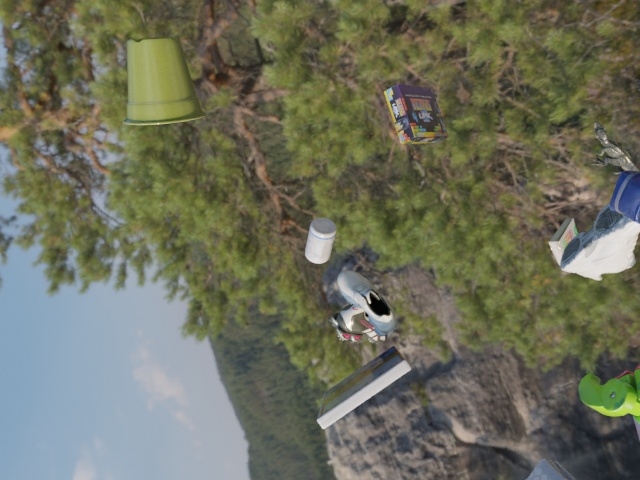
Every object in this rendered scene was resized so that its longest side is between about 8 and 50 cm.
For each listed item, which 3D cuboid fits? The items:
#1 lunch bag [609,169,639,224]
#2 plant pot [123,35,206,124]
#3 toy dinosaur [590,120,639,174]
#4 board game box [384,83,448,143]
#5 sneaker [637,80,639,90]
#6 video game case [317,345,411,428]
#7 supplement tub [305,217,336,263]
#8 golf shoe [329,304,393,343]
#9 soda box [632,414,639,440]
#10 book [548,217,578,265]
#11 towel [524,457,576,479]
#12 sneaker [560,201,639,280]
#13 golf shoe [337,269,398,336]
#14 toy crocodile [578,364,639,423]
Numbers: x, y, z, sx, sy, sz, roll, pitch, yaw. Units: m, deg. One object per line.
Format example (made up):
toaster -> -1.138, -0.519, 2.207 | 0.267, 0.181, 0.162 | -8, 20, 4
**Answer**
lunch bag -> 0.460, -0.060, 0.788 | 0.065, 0.098, 0.067 | -119, 38, -63
plant pot -> -0.162, -0.163, 0.572 | 0.083, 0.083, 0.079 | -129, 34, -66
toy dinosaur -> 0.883, -0.236, 1.680 | 0.268, 0.064, 0.118 | 41, 170, 2
board game box -> 0.246, -0.319, 1.442 | 0.048, 0.170, 0.141 | -20, 85, 42
sneaker -> 1.046, -0.418, 1.673 | 0.237, 0.086, 0.085 | 30, -171, -1
video game case -> 0.089, 0.300, 1.199 | 0.025, 0.204, 0.285 | 56, 180, 6
supplement tub -> 0.000, 0.000, 1.488 | 0.107, 0.070, 0.071 | 103, 152, -44
golf shoe -> 0.150, 0.222, 1.596 | 0.272, 0.120, 0.105 | 6, -137, -52
soda box -> 0.990, 0.590, 1.682 | 0.183, 0.058, 0.063 | -80, 4, -46
book -> 0.812, 0.004, 1.881 | 0.035, 0.144, 0.096 | -3, 122, 48
towel -> 0.303, 0.494, 0.811 | 0.053, 0.317, 0.332 | 47, 178, -8
sneaker -> 0.588, 0.003, 1.127 | 0.232, 0.115, 0.090 | 116, 178, -57
golf shoe -> 0.099, 0.113, 1.180 | 0.176, 0.069, 0.086 | 45, 161, 29
toy crocodile -> 0.632, 0.263, 1.045 | 0.340, 0.115, 0.105 | -49, 23, 52
